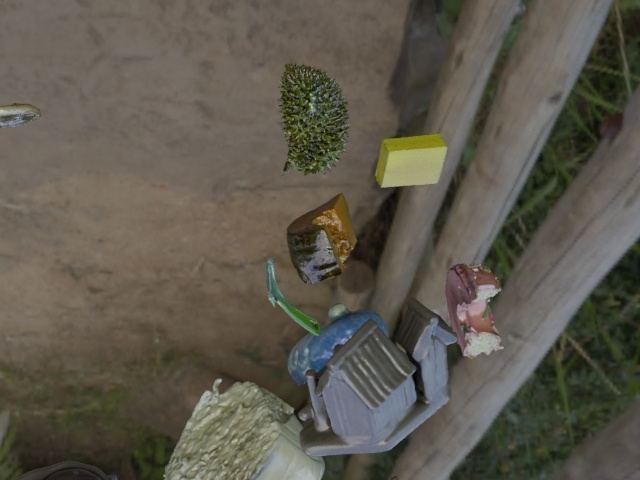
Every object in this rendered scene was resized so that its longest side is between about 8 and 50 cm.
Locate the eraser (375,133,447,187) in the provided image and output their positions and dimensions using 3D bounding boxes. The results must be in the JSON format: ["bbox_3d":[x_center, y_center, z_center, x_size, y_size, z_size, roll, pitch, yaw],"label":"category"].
[{"bbox_3d":[0.174,-0.153,1.883,0.122,0.045,0.097,-6,138,-16],"label":"eraser"}]

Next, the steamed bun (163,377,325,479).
[{"bbox_3d":[-0.137,0.459,1.879,0.273,0.272,0.290,38,98,-24],"label":"steamed bun"}]

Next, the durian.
[{"bbox_3d":[-0.010,-0.224,1.759,0.137,0.220,0.095,0,172,-3],"label":"durian"}]

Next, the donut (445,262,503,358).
[{"bbox_3d":[0.228,0.091,1.453,0.065,0.117,0.166,-13,138,-8],"label":"donut"}]

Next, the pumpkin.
[{"bbox_3d":[-0.001,0.000,2.171,0.126,0.248,0.131,-23,101,21],"label":"pumpkin"}]

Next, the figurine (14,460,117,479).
[{"bbox_3d":[-0.337,0.447,1.332,0.248,0.380,0.203,-19,114,-29],"label":"figurine"}]

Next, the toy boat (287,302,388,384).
[{"bbox_3d":[0.026,0.208,2.054,0.215,0.123,0.330,-22,174,-13],"label":"toy boat"}]

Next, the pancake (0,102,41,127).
[{"bbox_3d":[-0.589,-0.228,1.770,0.158,0.028,0.158,-5,179,0],"label":"pancake"}]

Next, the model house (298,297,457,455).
[{"bbox_3d":[0.074,0.169,1.234,0.229,0.122,0.188,-32,137,-27],"label":"model house"}]

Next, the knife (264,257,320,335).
[{"bbox_3d":[-0.042,0.091,1.400,0.023,0.078,0.166,-15,143,19],"label":"knife"}]

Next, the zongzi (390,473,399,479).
[{"bbox_3d":[0.100,0.612,1.703,0.289,0.317,0.154,-19,165,-37],"label":"zongzi"}]
